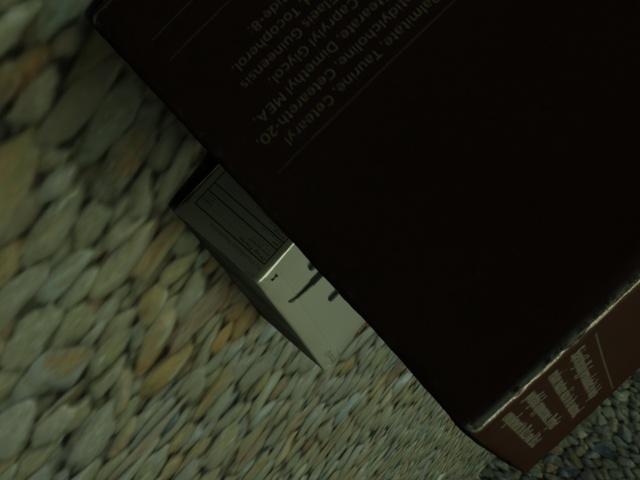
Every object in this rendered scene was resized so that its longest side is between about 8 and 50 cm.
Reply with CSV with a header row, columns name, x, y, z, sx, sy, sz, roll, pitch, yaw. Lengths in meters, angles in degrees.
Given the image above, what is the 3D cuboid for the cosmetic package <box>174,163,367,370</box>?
name,x,y,z,sx,sy,sz,roll,pitch,yaw
cosmetic package,0.000,0.000,0.743,0.099,0.060,0.239,-46,164,-5

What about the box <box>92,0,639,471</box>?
name,x,y,z,sx,sy,sz,roll,pitch,yaw
box,0.059,-0.047,0.517,0.167,0.203,0.168,-43,160,1
